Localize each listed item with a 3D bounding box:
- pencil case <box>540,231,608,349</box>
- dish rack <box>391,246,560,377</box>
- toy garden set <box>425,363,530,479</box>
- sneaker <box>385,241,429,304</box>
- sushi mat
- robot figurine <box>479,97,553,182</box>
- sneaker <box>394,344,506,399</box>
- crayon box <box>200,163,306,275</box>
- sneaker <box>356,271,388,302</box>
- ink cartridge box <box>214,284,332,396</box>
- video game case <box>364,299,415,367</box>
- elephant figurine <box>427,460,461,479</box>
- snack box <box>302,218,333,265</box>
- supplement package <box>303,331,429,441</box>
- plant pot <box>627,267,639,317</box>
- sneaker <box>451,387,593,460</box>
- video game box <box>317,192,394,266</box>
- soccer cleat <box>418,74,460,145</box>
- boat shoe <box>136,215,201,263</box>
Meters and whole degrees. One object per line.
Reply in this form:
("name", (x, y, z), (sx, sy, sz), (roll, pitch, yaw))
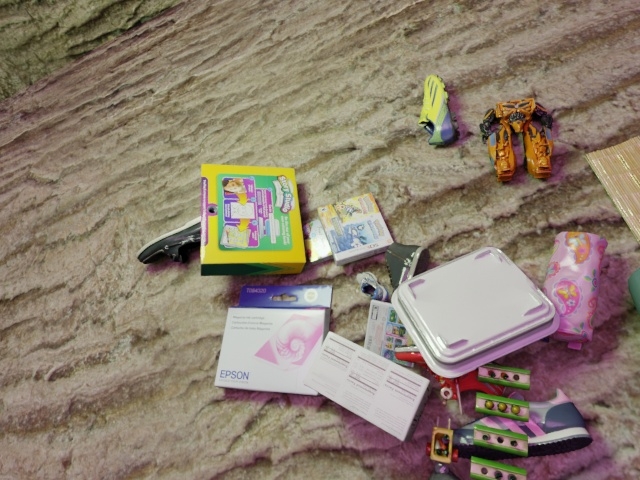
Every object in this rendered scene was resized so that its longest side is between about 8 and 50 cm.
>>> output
("pencil case", (0.629, 0.119, 1.008), (0.124, 0.124, 0.284), (13, 72, 23))
("dish rack", (0.367, 0.149, 0.988), (0.333, 0.072, 0.285), (-22, 44, -4))
("toy garden set", (0.347, 0.391, 0.888), (0.204, 0.049, 0.244), (4, 69, 21))
("sneaker", (0.229, 0.116, 1.175), (0.118, 0.083, 0.221), (16, 81, 47))
("sushi mat", (0.871, -0.137, 1.095), (0.152, 0.019, 0.316), (-17, 63, 9))
("robot figurine", (0.605, -0.319, 1.230), (0.211, 0.085, 0.290), (-3, 66, 16))
("sneaker", (0.318, 0.330, 1.000), (0.279, 0.107, 0.118), (14, 80, 9))
("crayon box", (-0.225, -0.070, 1.307), (0.313, 0.106, 0.362), (0, 62, -16))
("sneaker", (0.140, 0.130, 1.174), (0.135, 0.058, 0.052), (39, 115, 52))
("ink cartridge box", (-0.137, 0.284, 1.215), (0.324, 0.071, 0.329), (-3, 67, 18))
("video game case", (0.197, 0.254, 1.105), (0.143, 0.019, 0.157), (10, 98, 22))
("elephant figurine", (0.336, 0.624, 0.870), (0.240, 0.185, 0.169), (19, 30, 14))
("snack box", (0.000, 0.000, 1.314), (0.100, 0.037, 0.141), (-21, 61, 6))
("supplement package", (0.125, 0.367, 1.008), (0.262, 0.204, 0.145), (22, 73, 26))
("plant pot", (0.829, 0.193, 0.802), (0.342, 0.341, 0.334), (-13, 55, 13))
("sneaker", (0.437, 0.431, 0.948), (0.319, 0.112, 0.131), (-12, 43, 13))
("video game box", (0.108, -0.038, 1.270), (0.187, 0.048, 0.205), (-16, 61, -7))
("soccer cleat", (0.380, -0.446, 1.362), (0.121, 0.093, 0.289), (-17, 61, 18))
("boat shoe", (-0.490, 0.023, 1.426), (0.340, 0.127, 0.113), (-26, 84, 3))
